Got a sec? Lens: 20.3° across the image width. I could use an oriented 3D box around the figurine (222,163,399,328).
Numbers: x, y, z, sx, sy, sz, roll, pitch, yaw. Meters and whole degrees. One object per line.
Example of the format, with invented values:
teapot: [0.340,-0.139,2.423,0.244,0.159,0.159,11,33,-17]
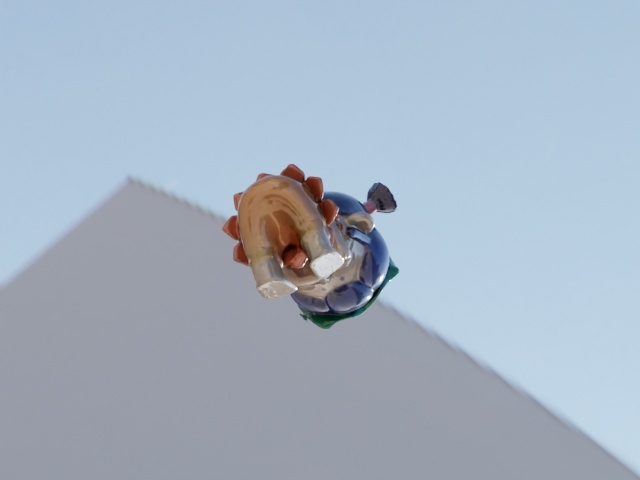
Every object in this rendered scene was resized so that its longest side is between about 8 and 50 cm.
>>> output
figurine: [0.000,0.000,1.337,0.195,0.111,0.102,43,26,-68]
